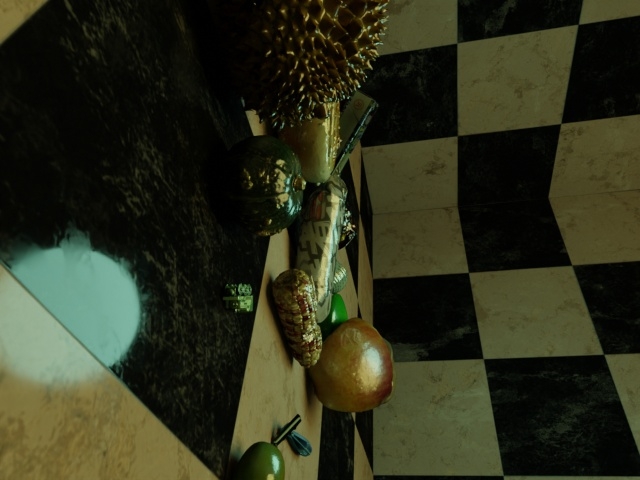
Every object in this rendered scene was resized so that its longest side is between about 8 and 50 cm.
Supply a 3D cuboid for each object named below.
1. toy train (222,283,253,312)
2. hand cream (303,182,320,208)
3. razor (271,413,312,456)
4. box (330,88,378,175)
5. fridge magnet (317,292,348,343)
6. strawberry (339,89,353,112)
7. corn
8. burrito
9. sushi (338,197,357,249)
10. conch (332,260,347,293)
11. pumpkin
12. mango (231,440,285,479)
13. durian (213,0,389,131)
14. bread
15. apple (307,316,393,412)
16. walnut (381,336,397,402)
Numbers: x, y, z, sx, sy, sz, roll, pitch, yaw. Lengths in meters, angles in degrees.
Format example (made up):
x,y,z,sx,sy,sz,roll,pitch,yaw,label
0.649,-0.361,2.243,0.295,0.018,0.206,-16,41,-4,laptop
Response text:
x,y,z,sx,sy,sz,roll,pitch,yaw,label
-0.145,0.103,0.886,0.083,0.033,0.053,23,66,-77,toy train
-0.038,-0.271,1.504,0.124,0.077,0.341,160,-70,-66,hand cream
-0.057,0.462,1.163,0.082,0.042,0.253,-44,148,-17,razor
0.078,-0.347,1.683,0.310,0.084,0.198,-59,176,14,box
0.043,0.274,1.614,0.208,0.088,0.208,0,90,-77,fridge magnet
0.021,-0.508,1.711,0.201,0.187,0.184,57,-26,-5,strawberry
-0.047,0.193,1.191,0.098,0.098,0.290,-81,163,-52,corn
0.000,0.000,1.369,0.139,0.101,0.446,20,76,-55,burrito
0.041,-0.050,1.608,0.150,0.153,0.172,58,1,-22,sushi
0.033,0.113,1.648,0.135,0.102,0.153,65,13,-9,conch
-0.102,-0.099,0.903,0.190,0.146,0.190,-19,113,-57,pumpkin
-0.109,0.432,0.820,0.122,0.085,0.191,87,14,-58,mango
-0.041,-0.411,0.934,0.347,0.347,0.384,4,69,-79,durian
-0.028,-0.294,1.313,0.305,0.158,0.306,1,90,-84,bread
0.107,0.361,1.493,0.346,0.179,0.254,-23,94,-54,apple
0.148,0.446,1.741,0.273,0.227,0.273,-8,90,-81,walnut
